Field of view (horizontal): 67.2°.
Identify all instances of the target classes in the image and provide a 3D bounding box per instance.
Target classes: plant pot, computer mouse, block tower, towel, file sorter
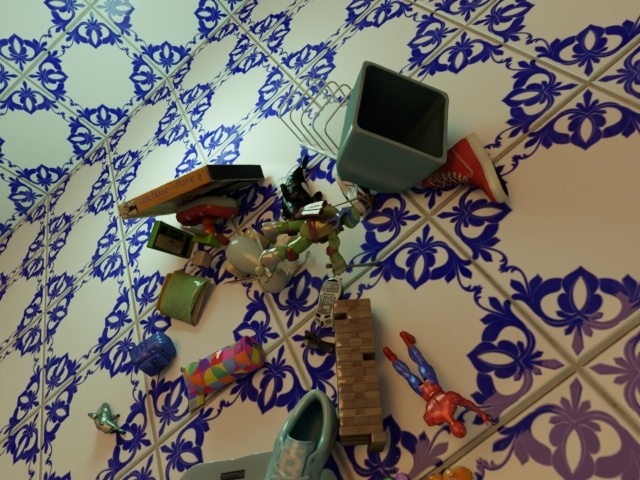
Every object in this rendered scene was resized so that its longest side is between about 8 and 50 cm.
[{"bbox_3d":[0.167,-0.265,1.283,0.252,0.247,0.248,125,160,-57],"label":"plant pot"},{"bbox_3d":[0.023,0.190,1.240,0.106,0.042,0.193,2,68,44],"label":"computer mouse"},{"bbox_3d":[0.079,0.284,1.071,0.097,0.091,0.335,-4,54,-1],"label":"block tower"},{"bbox_3d":[-0.356,0.443,1.377,0.060,0.009,0.083,-32,46,17],"label":"towel"},{"bbox_3d":[0.024,-0.399,1.553,0.193,0.173,0.277,-52,44,-5],"label":"file sorter"}]

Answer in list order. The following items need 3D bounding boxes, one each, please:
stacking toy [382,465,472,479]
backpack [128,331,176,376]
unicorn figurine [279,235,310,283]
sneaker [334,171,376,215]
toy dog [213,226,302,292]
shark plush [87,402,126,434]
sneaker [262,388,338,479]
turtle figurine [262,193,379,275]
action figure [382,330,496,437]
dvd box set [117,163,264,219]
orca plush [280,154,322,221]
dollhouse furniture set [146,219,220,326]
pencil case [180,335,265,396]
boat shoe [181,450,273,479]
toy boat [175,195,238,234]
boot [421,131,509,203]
[{"bbox_3d":[0.143,0.494,0.874,0.302,0.175,0.166,-32,43,0],"label":"stacking toy"},{"bbox_3d":[-0.511,0.355,1.501,0.120,0.098,0.101,-39,52,-9],"label":"backpack"},{"bbox_3d":[-0.086,0.058,1.410,0.111,0.060,0.162,-53,29,8],"label":"unicorn figurine"},{"bbox_3d":[0.106,-0.145,1.400,0.077,0.072,0.178,-31,53,1],"label":"sneaker"},{"bbox_3d":[-0.212,0.041,1.387,0.333,0.161,0.220,-8,56,54],"label":"toy dog"},{"bbox_3d":[-0.661,0.560,1.505,0.161,0.073,0.067,3,33,44],"label":"shark plush"},{"bbox_3d":[-0.063,0.464,0.960,0.135,0.150,0.366,5,44,16],"label":"sneaker"},{"bbox_3d":[0.000,0.000,1.240,0.266,0.274,0.198,-15,89,18],"label":"turtle figurine"},{"bbox_3d":[0.236,0.308,0.970,0.091,0.139,0.280,-46,22,6],"label":"action figure"},{"bbox_3d":[-0.448,-0.171,1.689,0.420,0.307,0.062,-17,90,27],"label":"dvd box set"},{"bbox_3d":[-0.077,-0.161,1.515,0.151,0.102,0.287,-10,55,33],"label":"orca plush"},{"bbox_3d":[-0.472,0.104,1.566,0.197,0.151,0.302,6,76,40],"label":"dollhouse furniture set"},{"bbox_3d":[-0.267,0.341,1.319,0.236,0.104,0.104,-26,48,19],"label":"pencil case"},{"bbox_3d":[-0.152,0.553,1.074,0.306,0.105,0.113,-11,39,2],"label":"boat shoe"},{"bbox_3d":[-0.391,-0.069,1.692,0.231,0.151,0.151,-15,83,31],"label":"toy boat"},{"bbox_3d":[0.347,-0.146,1.193,0.176,0.088,0.244,-30,39,18],"label":"boot"}]
